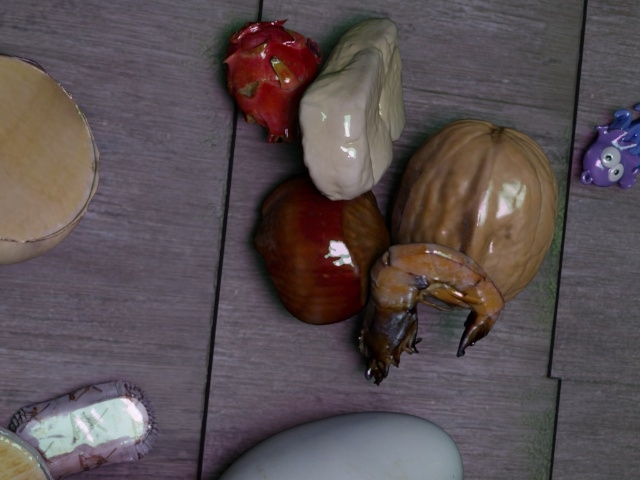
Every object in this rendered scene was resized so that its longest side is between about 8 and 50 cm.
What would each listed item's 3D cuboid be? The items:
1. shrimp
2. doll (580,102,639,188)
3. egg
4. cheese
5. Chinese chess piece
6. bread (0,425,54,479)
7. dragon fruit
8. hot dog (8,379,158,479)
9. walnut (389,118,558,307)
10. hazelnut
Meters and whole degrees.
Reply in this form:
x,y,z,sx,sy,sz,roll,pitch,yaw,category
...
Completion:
x,y,z,sx,sy,sz,roll,pitch,yaw,category
0.143,0.096,1.780,0.178,0.289,0.075,8,44,-1,shrimp
0.447,-0.141,1.996,0.206,0.067,0.110,-39,112,-26,doll
0.018,0.342,1.761,0.371,0.230,0.230,-19,97,-22,egg
0.043,-0.167,1.762,0.263,0.093,0.159,-65,147,-50,cheese
-0.391,-0.097,1.630,0.257,0.104,0.257,16,63,-34,Chinese chess piece
-0.446,0.337,1.673,0.267,0.040,0.267,-3,105,-13,bread
-0.058,-0.208,1.779,0.136,0.133,0.166,-12,93,-26,dragon fruit
-0.302,0.242,1.738,0.191,0.059,0.108,-14,87,-13,hot dog
0.204,-0.031,1.833,0.225,0.225,0.261,5,106,-19,walnut
0.008,0.002,1.806,0.170,0.160,0.202,23,45,-30,hazelnut
